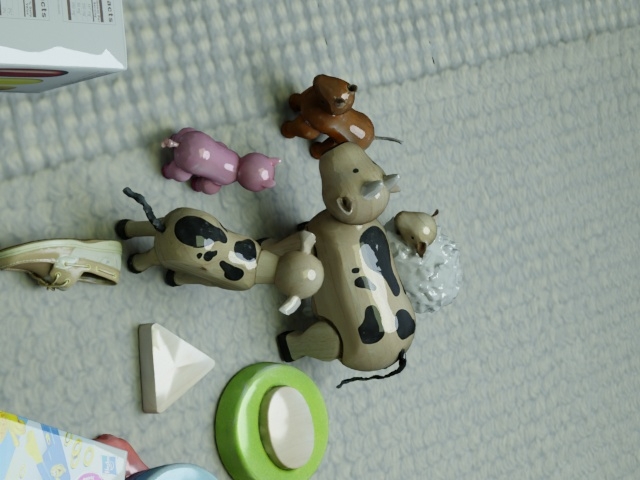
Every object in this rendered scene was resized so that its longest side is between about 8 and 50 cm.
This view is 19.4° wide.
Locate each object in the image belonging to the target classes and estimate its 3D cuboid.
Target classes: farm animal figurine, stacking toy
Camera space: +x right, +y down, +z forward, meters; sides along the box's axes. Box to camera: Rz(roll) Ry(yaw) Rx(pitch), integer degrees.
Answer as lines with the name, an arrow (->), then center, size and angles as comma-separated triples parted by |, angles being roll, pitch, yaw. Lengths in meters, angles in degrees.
farm animal figurine -> 0.000, 0.000, 1.820 | 0.330, 0.172, 0.327 | -45, 115, -36
stacking toy -> -0.069, 0.233, 1.764 | 0.309, 0.130, 0.279 | 25, 70, -39

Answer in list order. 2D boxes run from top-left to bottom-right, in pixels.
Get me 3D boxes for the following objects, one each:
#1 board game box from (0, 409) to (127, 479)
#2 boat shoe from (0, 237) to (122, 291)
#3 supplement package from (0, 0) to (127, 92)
board game box -> -0.313, 0.284, 1.524 | 0.302, 0.086, 0.308 | 24, 59, -39
boat shoe -> -0.231, 0.023, 1.687 | 0.135, 0.050, 0.045 | -1, 81, -43
supplement package -> -0.302, -0.201, 1.582 | 0.244, 0.139, 0.134 | -3, 86, -43
